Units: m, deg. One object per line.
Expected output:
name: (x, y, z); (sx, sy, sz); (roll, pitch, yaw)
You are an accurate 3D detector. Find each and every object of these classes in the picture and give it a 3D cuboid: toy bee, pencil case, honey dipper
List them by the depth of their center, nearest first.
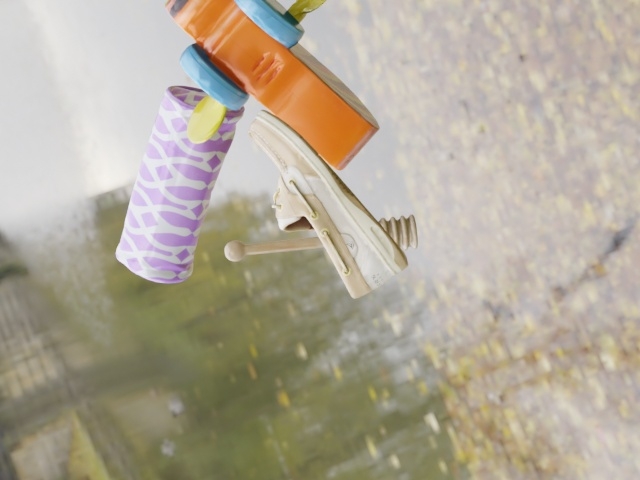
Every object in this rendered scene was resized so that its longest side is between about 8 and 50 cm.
honey dipper: (0.000, 0.000, 1.125); (0.030, 0.161, 0.030); (175, 90, -89)
toy bee: (-0.068, -0.197, 1.207); (0.298, 0.195, 0.162); (61, -171, -18)
pencil case: (-0.140, -0.055, 1.355); (0.086, 0.088, 0.206); (35, 116, 33)

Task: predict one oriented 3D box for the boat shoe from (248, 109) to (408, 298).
boat shoe: (-0.008, -0.027, 1.017); (0.170, 0.059, 0.063); (49, 180, 22)
